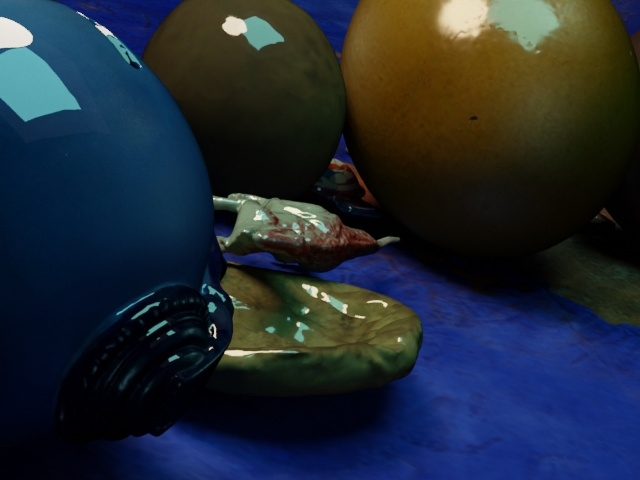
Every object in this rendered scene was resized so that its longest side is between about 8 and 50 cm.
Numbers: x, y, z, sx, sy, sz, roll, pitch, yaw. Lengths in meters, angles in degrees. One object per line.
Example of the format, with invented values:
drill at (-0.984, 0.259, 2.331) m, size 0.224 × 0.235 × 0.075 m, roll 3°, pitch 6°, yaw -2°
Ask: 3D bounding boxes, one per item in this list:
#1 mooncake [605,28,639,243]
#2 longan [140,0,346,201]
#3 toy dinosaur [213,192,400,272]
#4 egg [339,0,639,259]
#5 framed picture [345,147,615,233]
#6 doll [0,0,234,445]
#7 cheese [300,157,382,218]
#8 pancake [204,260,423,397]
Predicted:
mooncake at (0.463, -0.107, 1.340) m, size 0.326 × 0.333 × 0.174 m, roll 54°, pitch 10°, yaw -20°
longan at (-0.074, -0.132, 1.124) m, size 0.196 × 0.197 × 0.220 m, roll 8°, pitch 18°, yaw -24°
toy dinosaur at (0.000, 0.000, 0.960) m, size 0.242 × 0.053 × 0.167 m, roll 10°, pitch 2°, yaw -40°
egg at (0.156, -0.144, 1.181) m, size 0.282 × 0.283 × 0.351 m, roll 8°, pitch 47°, yaw -25°
framed picture at (0.184, -0.060, 1.407) m, size 0.265 × 0.018 × 0.192 m, roll 4°, pitch 24°, yaw -34°
doll at (-0.194, 0.003, 0.599) m, size 0.284 × 0.240 × 0.310 m, roll 41°, pitch 32°, yaw 20°
cheese at (0.009, -0.052, 1.199) m, size 0.095 × 0.038 × 0.145 m, roll 4°, pitch 22°, yaw -31°
pancake at (-0.047, 0.060, 0.835) m, size 0.241 × 0.050 × 0.242 m, roll 8°, pitch 10°, yaw -1°
